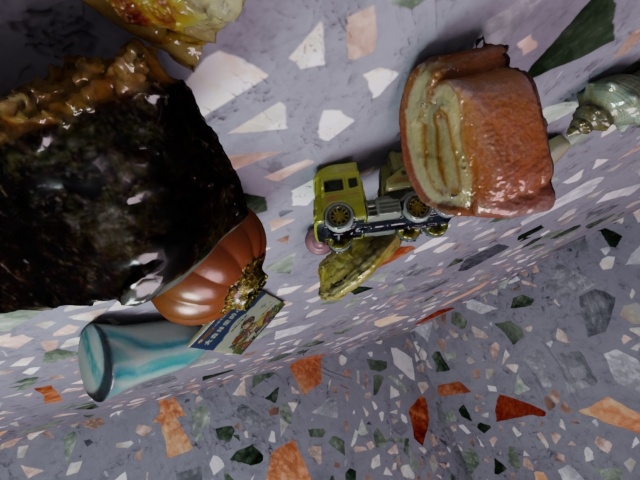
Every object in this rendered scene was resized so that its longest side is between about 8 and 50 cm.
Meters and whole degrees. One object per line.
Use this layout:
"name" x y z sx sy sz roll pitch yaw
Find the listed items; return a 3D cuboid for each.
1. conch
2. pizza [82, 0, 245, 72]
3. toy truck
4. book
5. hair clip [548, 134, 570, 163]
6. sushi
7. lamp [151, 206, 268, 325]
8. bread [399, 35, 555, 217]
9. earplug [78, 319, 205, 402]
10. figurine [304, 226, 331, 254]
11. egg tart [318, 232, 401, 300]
"conch" 0.570 -0.258 0.788 0.234 0.114 0.137 -21 172 -14
"pizza" -0.131 -0.204 0.233 0.223 0.089 0.323 5 169 26
"toy truck" 0.117 -0.082 0.745 0.272 0.157 0.124 -8 160 0
"book" -0.231 0.242 1.220 0.228 0.018 0.322 -49 158 -4
"hair clip" 0.467 -0.184 0.929 0.219 0.071 0.159 -22 156 -7
"sushi" -0.247 -0.056 0.417 0.349 0.234 0.207 -11 118 18
"lamp" -0.184 0.034 0.683 0.223 0.196 0.223 -56 172 -11
"bread" 0.206 -0.148 0.583 0.123 0.244 0.190 -21 -165 -18
"earplug" -0.433 0.286 1.098 0.185 0.185 0.324 -37 159 34
"figurine" 0.000 0.000 0.926 0.071 0.067 0.083 -15 -168 12
"egg tart" 0.081 0.029 0.963 0.279 0.095 0.279 -42 -176 4
